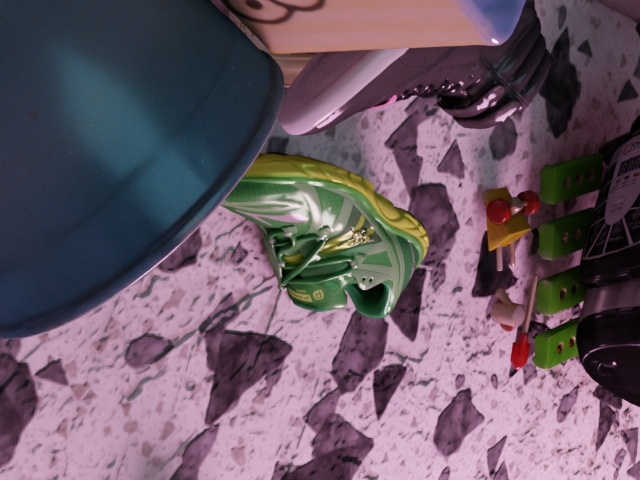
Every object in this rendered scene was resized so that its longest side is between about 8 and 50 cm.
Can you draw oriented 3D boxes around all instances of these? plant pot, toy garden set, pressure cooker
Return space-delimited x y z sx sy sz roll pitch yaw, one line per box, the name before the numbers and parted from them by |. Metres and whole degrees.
plant pot | -0.206 -0.122 0.816 0.255 0.271 0.272 50 63 -27
toy garden set | 0.253 0.031 1.475 0.204 0.049 0.244 -16 112 -45
pressure cooker | 0.509 -0.005 1.454 0.420 0.370 0.375 -71 155 -16

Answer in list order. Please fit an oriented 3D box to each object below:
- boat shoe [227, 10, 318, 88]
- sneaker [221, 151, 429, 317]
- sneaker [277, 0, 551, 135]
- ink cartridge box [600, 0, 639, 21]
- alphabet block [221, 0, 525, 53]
boat shoe | 0.035 -0.193 1.148 0.285 0.104 0.089 -14 112 -43
sneaker | 0.000 0.000 1.154 0.295 0.109 0.123 27 76 -46
sneaker | 0.098 -0.138 1.082 0.296 0.104 0.147 -41 115 -27
ink cartridge box | 0.458 -0.346 1.507 0.232 0.168 0.171 8 92 -48
alphabet block | 0.023 -0.245 0.785 0.192 0.197 0.193 43 63 -43
